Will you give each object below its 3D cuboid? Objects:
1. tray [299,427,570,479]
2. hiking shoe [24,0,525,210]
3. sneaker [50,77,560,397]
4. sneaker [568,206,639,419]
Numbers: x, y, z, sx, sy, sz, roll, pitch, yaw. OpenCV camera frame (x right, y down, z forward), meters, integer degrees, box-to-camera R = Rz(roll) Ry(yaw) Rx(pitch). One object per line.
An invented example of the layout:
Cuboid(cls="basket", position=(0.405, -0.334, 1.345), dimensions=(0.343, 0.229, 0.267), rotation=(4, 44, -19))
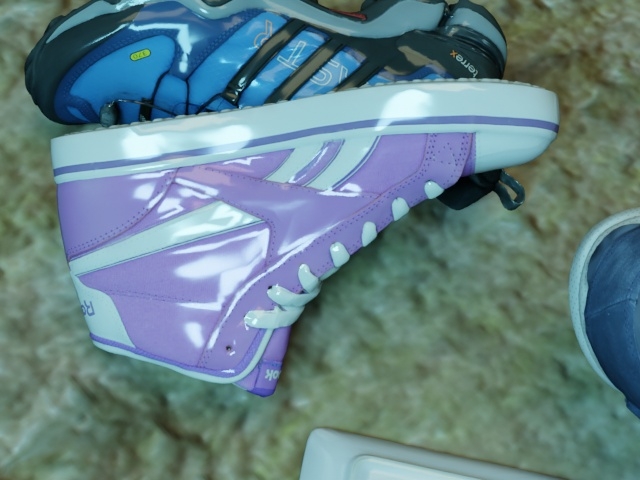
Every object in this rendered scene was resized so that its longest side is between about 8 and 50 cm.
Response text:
Cuboid(cls="tray", position=(0.115, 0.181, 0.795), dimensions=(0.270, 0.030, 0.145), rotation=(12, 52, 0))
Cuboid(cls="hiking shoe", position=(-0.028, -0.084, 0.918), dimensions=(0.304, 0.113, 0.132), rotation=(-1, 60, -5))
Cuboid(cls="sneaker", position=(0.000, 0.000, 0.834), dimensions=(0.282, 0.102, 0.161), rotation=(-9, 89, 10))
Cuboid(cls="sneaker", position=(0.269, 0.099, 0.822), dimensions=(0.323, 0.130, 0.236), rotation=(39, 6, -23))
